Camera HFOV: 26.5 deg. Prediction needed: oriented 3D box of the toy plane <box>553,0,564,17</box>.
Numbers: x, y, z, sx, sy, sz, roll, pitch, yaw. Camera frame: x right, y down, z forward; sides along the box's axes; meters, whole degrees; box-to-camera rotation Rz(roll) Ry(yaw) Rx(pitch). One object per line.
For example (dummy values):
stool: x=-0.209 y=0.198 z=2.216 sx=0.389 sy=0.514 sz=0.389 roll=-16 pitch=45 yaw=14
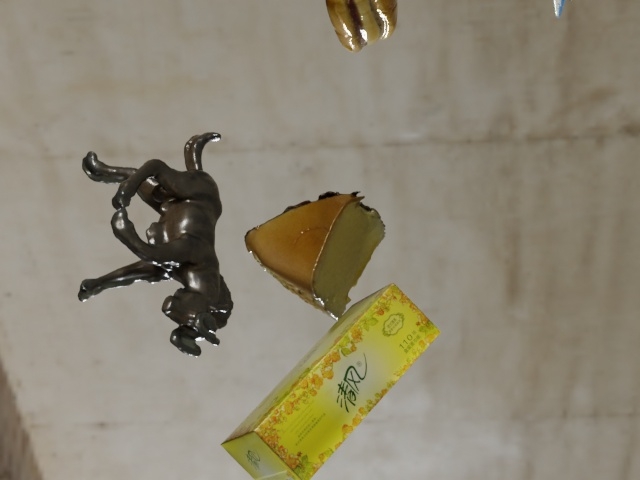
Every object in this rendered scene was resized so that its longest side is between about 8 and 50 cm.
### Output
toy plane: x=0.216 y=-0.354 z=1.558 sx=0.226 sy=0.058 sz=0.226 roll=48 pitch=-10 yaw=4

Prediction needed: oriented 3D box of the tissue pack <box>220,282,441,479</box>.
tissue pack: x=0.007 y=0.120 z=1.104 sx=0.176 sy=0.062 sz=0.095 roll=-46 pitch=-176 yaw=-24

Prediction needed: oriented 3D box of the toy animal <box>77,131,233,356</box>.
toy animal: x=-0.144 y=-0.005 z=1.274 sx=0.084 sy=0.148 sz=0.232 roll=-36 pitch=-134 yaw=43

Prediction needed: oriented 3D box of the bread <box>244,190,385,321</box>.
bread: x=0.000 y=0.000 z=1.888 sx=0.160 sy=0.169 sz=0.140 roll=-51 pitch=140 yaw=-9

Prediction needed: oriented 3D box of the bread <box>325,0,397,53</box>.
bread: x=0.040 y=-0.302 z=1.433 sx=0.116 sy=0.077 sz=0.200 roll=71 pitch=15 yaw=-66
